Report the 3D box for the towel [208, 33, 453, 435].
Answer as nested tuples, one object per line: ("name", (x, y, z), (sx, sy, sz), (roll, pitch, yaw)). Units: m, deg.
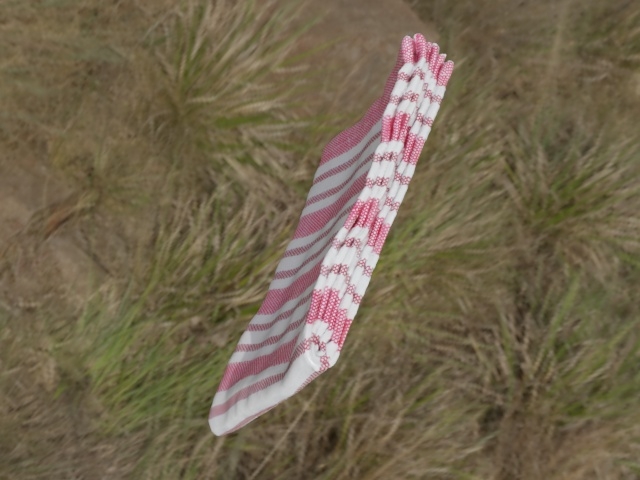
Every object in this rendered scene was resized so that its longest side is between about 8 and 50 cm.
("towel", (0.000, 0.000, 0.566), (0.029, 0.144, 0.197), (29, 59, -9))
